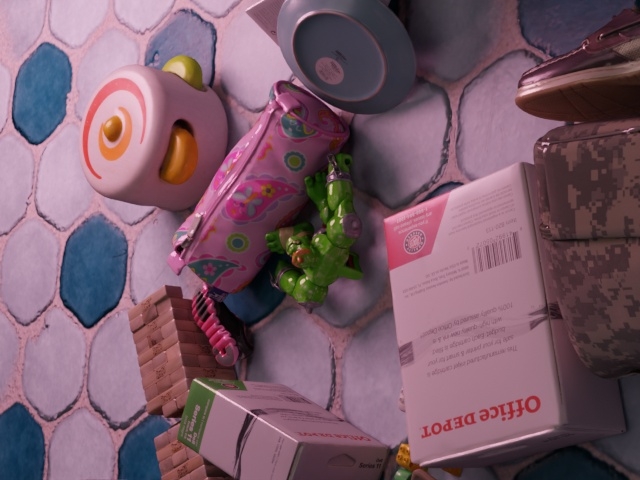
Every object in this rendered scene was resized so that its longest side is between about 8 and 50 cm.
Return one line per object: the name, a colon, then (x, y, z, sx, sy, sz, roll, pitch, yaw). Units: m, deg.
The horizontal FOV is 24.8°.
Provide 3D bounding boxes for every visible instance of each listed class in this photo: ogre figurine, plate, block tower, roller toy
ogre figurine: (0.000, 0.000, 1.776, 0.197, 0.097, 0.118, -45, 38, 16)
plate: (0.026, -0.226, 1.753, 0.188, 0.188, 0.024, -17, 27, 42)
block tower: (-0.161, 0.228, 1.892, 0.091, 0.097, 0.335, -34, 61, 36)
roller toy: (-0.236, -0.140, 2.007, 0.191, 0.146, 0.209, -36, 58, 36)

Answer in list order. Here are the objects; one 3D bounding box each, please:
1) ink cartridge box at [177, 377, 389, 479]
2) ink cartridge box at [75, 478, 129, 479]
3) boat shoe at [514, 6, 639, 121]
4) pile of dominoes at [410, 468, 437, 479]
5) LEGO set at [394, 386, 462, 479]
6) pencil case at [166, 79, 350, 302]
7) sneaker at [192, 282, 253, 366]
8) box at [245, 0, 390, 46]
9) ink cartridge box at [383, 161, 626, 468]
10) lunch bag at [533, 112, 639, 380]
ink cartridge box: (-0.045, 0.241, 1.725, 0.208, 0.153, 0.087, 24, 100, 47)
ink cartridge box: (-0.267, 0.370, 1.969, 0.143, 0.092, 0.090, -7, 77, 46)
boat shoe: (0.328, -0.192, 1.478, 0.285, 0.103, 0.092, -14, 66, 39)
pile of dominoes: (0.185, 0.369, 1.505, 0.251, 0.040, 0.196, 32, 128, 35)
LEGO set: (0.101, 0.255, 1.614, 0.087, 0.093, 0.227, 16, 93, 46)
pencil case: (-0.081, -0.063, 1.852, 0.284, 0.124, 0.124, -53, 49, 23)
sneaker: (-0.125, 0.108, 1.902, 0.047, 0.057, 0.119, -42, 67, 42)
box: (0.011, -0.323, 1.797, 0.170, 0.091, 0.130, -21, 35, 42)
ink cartridge box: (0.188, 0.087, 1.543, 0.207, 0.117, 0.283, -23, 66, 41)
lunch bag: (0.357, 0.007, 1.323, 0.305, 0.212, 0.256, -1, 98, 48)
